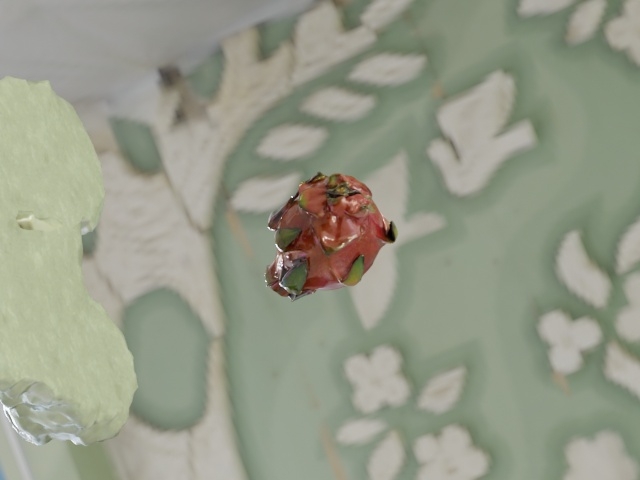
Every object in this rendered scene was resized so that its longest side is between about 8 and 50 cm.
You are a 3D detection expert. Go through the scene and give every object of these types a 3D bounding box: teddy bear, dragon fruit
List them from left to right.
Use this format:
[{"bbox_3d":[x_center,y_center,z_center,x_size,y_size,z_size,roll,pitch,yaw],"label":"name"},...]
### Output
[{"bbox_3d":[-0.353,0.021,0.979,0.362,0.327,0.375,-16,-18,19],"label":"teddy bear"},{"bbox_3d":[-0.001,0.002,1.318,0.081,0.086,0.116,23,-63,-31],"label":"dragon fruit"}]
